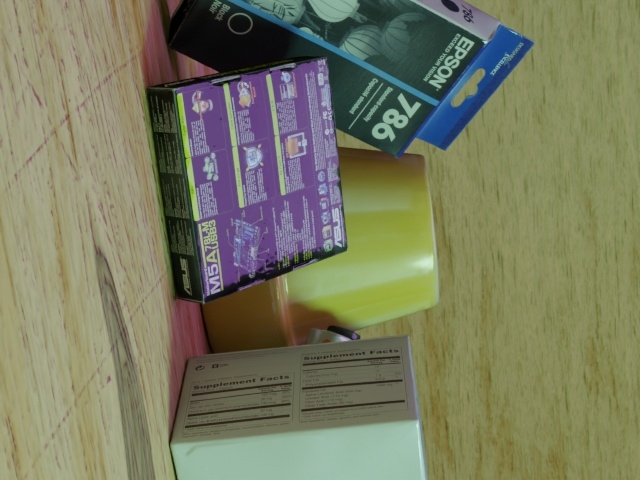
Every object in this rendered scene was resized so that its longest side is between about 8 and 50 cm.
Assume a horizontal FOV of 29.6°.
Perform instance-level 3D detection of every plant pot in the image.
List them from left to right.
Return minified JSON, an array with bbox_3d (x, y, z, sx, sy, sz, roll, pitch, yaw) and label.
[{"bbox_3d":[0.000,0.000,1.293,0.254,0.239,0.254,-6,90,-88],"label":"plant pot"}]

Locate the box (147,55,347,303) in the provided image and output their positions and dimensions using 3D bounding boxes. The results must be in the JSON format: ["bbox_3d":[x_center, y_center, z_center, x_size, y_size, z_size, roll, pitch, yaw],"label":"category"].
[{"bbox_3d":[-0.059,-0.059,1.085,0.045,0.184,0.191,10,-68,47],"label":"box"}]

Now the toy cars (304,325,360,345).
[{"bbox_3d":[0.073,0.243,1.272,0.176,0.087,0.394,-43,131,-43],"label":"toy cars"}]

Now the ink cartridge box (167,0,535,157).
[{"bbox_3d":[0.036,-0.191,1.175,0.165,0.332,0.065,-53,-155,34],"label":"ink cartridge box"}]

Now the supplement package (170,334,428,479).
[{"bbox_3d":[-0.004,0.238,1.071,0.145,0.204,0.262,-90,173,-65],"label":"supplement package"}]
